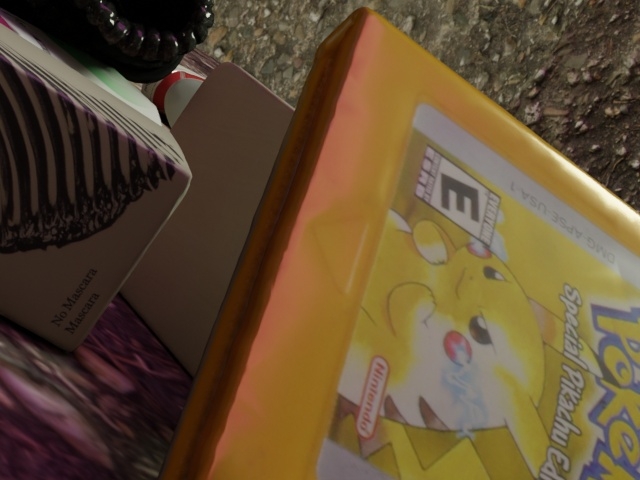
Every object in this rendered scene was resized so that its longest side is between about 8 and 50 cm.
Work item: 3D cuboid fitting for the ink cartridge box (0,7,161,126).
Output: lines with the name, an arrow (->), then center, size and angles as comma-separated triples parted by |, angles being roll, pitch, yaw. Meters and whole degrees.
ink cartridge box -> -0.202, -0.119, 1.261 | 0.224, 0.056, 0.181 | 38, 7, 38

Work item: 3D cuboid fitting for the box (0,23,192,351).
box -> -0.203, -0.068, 0.655 | 0.275, 0.113, 0.094 | 31, 9, -21

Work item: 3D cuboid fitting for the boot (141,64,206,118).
boot -> -0.090, -0.132, 1.773 | 0.176, 0.088, 0.244 | 40, 16, 32

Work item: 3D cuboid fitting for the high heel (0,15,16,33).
high heel -> -0.314, -0.185, 0.799 | 0.377, 0.127, 0.181 | 36, -5, -21

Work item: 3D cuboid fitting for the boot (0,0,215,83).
boot -> -0.263, -0.269, 1.347 | 0.348, 0.131, 0.260 | 24, -2, -7

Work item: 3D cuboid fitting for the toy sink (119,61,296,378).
toy sink -> 0.000, 0.026, 0.823 | 0.131, 0.153, 0.234 | 28, 8, -45

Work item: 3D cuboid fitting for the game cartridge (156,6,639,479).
game cartridge -> 0.103, 0.082, 0.636 | 0.323, 0.052, 0.285 | 32, 49, -17

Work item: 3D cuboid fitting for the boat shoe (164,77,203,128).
boat shoe -> -0.088, -0.101, 1.619 | 0.219, 0.078, 0.070 | 42, 7, -7
